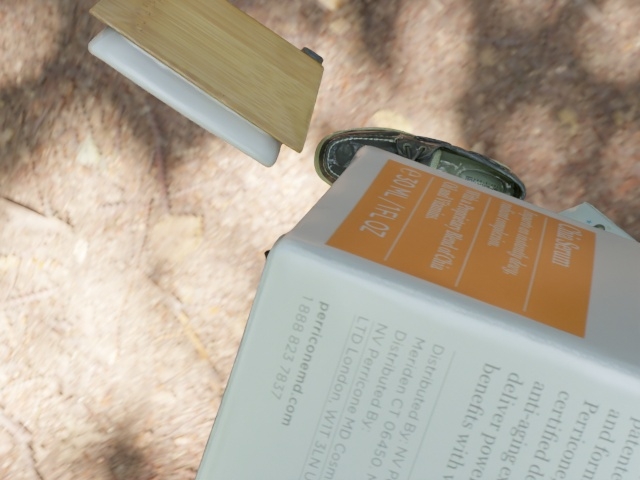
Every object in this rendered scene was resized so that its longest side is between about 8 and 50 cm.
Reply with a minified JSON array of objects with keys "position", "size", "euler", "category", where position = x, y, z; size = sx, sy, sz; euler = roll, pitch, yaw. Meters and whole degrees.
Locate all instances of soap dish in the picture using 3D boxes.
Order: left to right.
[{"position":[-0.112,-0.180,1.521],"size":[0.229,0.291,0.118],"euler":[33,93,-9],"category":"soap dish"}]

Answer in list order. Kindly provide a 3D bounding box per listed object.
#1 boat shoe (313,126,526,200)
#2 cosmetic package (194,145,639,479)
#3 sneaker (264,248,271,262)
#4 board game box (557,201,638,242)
[{"position":[0.107,-0.073,1.592],"size":[0.224,0.073,0.080],"euler":[11,86,-12],"category":"boat shoe"},{"position":[0.187,0.117,0.777],"size":[0.453,0.230,0.161],"euler":[20,108,5],"category":"cosmetic package"},{"position":[0.000,0.000,1.777],"size":[0.121,0.079,0.216],"euler":[12,75,2],"category":"sneaker"},{"position":[0.121,0.123,1.279],"size":[0.303,0.224,0.097],"euler":[-19,42,-26],"category":"board game box"}]
